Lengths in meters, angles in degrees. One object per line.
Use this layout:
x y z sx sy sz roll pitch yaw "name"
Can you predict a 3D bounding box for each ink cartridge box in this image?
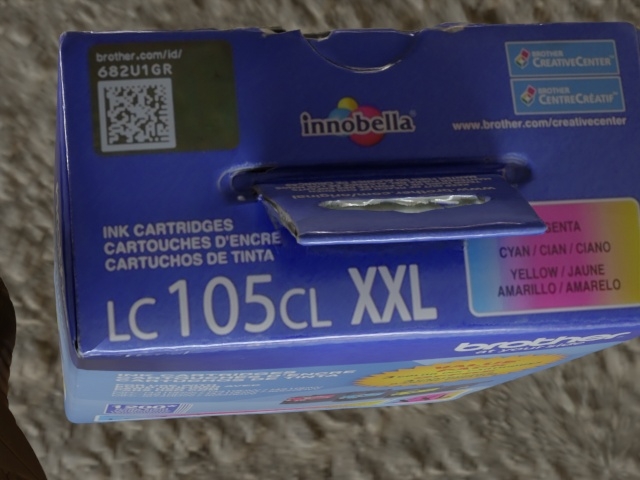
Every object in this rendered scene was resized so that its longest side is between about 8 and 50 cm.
0.000 0.000 0.723 0.270 0.395 0.151 -3 77 -11 "ink cartridge box"

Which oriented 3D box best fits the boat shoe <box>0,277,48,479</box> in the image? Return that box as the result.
-0.194 0.073 0.570 0.123 0.123 0.342 -41 47 9 "boat shoe"
